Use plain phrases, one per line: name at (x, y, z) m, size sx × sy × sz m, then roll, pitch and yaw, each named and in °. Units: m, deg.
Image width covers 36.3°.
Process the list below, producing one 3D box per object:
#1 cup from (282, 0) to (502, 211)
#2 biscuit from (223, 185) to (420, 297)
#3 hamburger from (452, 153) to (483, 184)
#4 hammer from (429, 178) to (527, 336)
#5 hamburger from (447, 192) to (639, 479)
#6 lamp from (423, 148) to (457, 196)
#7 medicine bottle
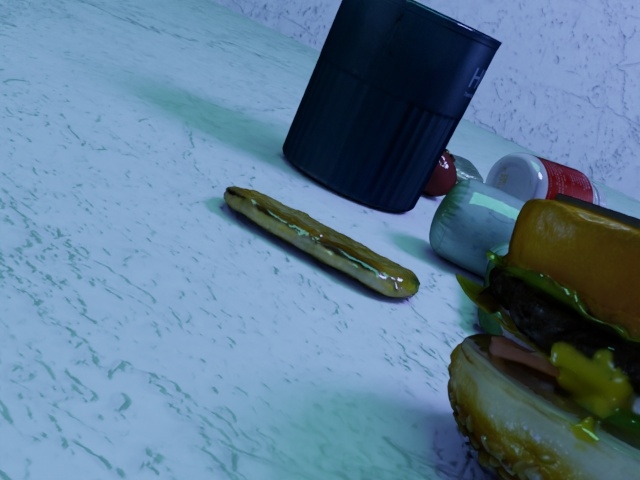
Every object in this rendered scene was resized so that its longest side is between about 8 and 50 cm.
cup at (0.094, -0.226, 1.494) m, size 0.242 × 0.292 × 0.308 m, roll 20°, pitch 15°, yaw -16°
biscuit at (0.000, 0.000, 1.094) m, size 0.247 × 0.029 × 0.118 m, roll 29°, pitch 9°, yaw 15°
hamburger at (0.261, -0.129, 1.891) m, size 0.084 × 0.054 × 0.121 m, roll 18°, pitch 24°, yaw -29°
hammer at (0.227, 0.036, 1.200) m, size 0.206 × 0.119 × 0.335 m, roll 24°, pitch 21°, yaw 3°
hamburger at (0.232, 0.104, 0.727) m, size 0.291 × 0.225 × 0.291 m, roll 24°, pitch 8°, yaw -3°
lamp at (0.191, -0.121, 1.686) m, size 0.101 × 0.090 × 0.101 m, roll 51°, pitch -8°, yaw 10°
medicine bottle at (0.430, -0.084, 1.847) m, size 0.250 × 0.131 × 0.131 m, roll 10°, pitch 21°, yaw -43°
